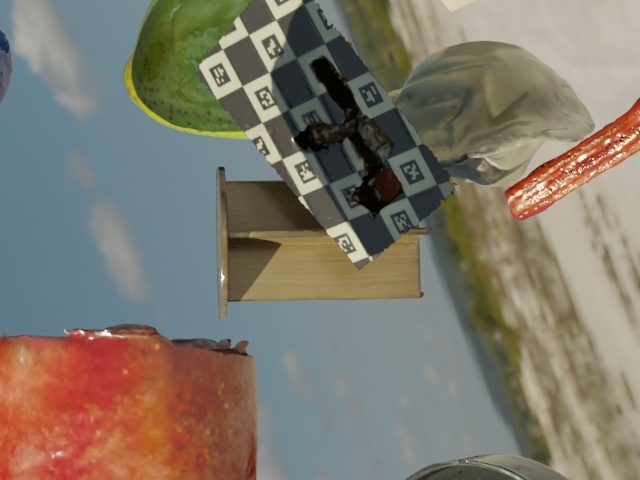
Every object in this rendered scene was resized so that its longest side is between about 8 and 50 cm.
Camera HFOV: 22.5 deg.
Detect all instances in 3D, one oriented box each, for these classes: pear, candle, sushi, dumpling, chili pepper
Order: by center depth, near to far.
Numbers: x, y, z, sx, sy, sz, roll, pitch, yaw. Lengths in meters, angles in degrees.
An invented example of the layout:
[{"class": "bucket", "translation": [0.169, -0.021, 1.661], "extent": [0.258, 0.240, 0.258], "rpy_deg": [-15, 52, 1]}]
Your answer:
[{"class": "chili pepper", "translation": [-0.164, 0.220, 1.367], "extent": [0.229, 0.251, 0.306], "rpy_deg": [3, -100, -77]}, {"class": "sushi", "translation": [0.015, -0.125, 1.619], "extent": [0.279, 0.192, 0.043], "rpy_deg": [51, -135, 4]}, {"class": "candle", "translation": [0.325, -0.112, 1.739], "extent": [0.048, 0.329, 0.051], "rpy_deg": [12, -124, -42]}, {"class": "dumpling", "translation": [0.169, -0.127, 1.861], "extent": [0.175, 0.243, 0.227], "rpy_deg": [53, -148, -14]}, {"class": "pear", "translation": [-0.135, -0.253, 2.091], "extent": [0.159, 0.292, 0.292], "rpy_deg": [-69, -40, -80]}]

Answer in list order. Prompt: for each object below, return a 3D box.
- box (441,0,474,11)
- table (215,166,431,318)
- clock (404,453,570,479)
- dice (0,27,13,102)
[{"class": "box", "translation": [0.138, -0.469, 2.039], "extent": [0.365, 0.204, 0.051], "rpy_deg": [47, -133, -23]}, {"class": "table", "translation": [0.000, 0.000, 1.759], "extent": [0.167, 0.226, 0.167], "rpy_deg": [179, 90, -85]}, {"class": "clock", "translation": [0.215, 0.440, 1.895], "extent": [0.076, 0.386, 0.386], "rpy_deg": [-10, -102, -48]}, {"class": "dice", "translation": [-0.467, -0.216, 1.953], "extent": [0.146, 0.143, 0.146], "rpy_deg": [29, 144, 19]}]
